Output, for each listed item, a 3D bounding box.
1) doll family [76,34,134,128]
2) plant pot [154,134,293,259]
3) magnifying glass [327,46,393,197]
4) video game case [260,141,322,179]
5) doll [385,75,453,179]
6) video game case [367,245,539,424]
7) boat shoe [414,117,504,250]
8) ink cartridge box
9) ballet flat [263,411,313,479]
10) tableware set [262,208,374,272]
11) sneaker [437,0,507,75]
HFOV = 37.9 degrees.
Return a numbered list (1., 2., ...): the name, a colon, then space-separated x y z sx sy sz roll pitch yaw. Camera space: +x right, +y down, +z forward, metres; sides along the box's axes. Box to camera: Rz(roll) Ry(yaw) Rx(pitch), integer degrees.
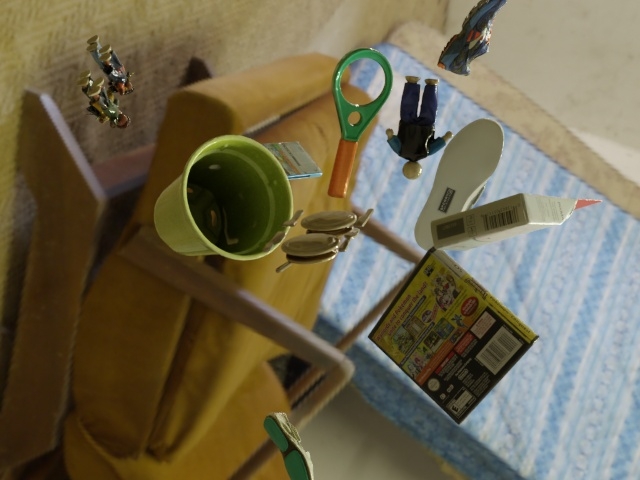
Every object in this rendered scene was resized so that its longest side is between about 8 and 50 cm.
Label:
1. doll family: -0.353 -0.258 1.563 0.111 0.076 0.193 55 32 -46
2. plant pot: -0.243 -0.072 2.108 0.254 0.276 0.276 -17 -142 54
3. magnifying glass: 0.049 -0.175 1.400 0.026 0.092 0.231 -123 -137 -61
4. video game case: -0.086 -0.198 2.317 0.166 0.119 0.015 -10 144 -45
5. doll: 0.183 -0.206 1.726 0.046 0.129 0.189 -137 -126 -77
6. video game case: 0.239 0.180 1.740 0.035 0.248 0.275 -32 160 -45
7. boat shoe: 0.287 -0.117 1.895 0.102 0.108 0.301 -40 154 -64
8. ink cartridge box: 0.326 -0.025 1.521 0.232 0.189 0.066 7 72 -41
9. ballet flat: -0.048 0.395 1.757 0.052 0.168 0.057 -7 150 -48
10. tableware set: 0.000 0.000 1.391 0.194 0.128 0.039 -52 139 -65
11. sneaker: 0.363 -0.476 2.152 0.221 0.087 0.083 -53 -170 28
